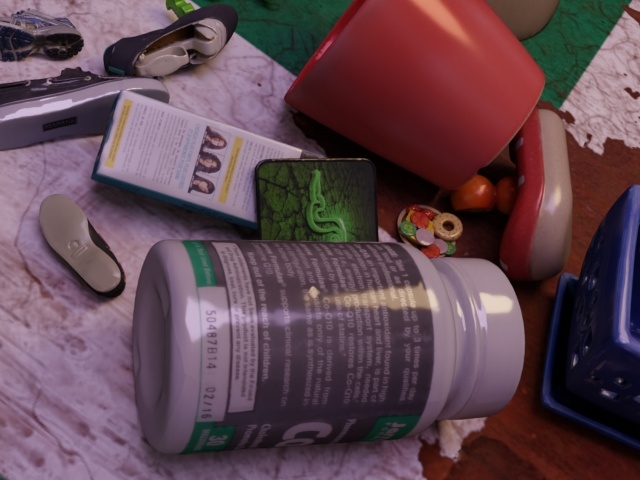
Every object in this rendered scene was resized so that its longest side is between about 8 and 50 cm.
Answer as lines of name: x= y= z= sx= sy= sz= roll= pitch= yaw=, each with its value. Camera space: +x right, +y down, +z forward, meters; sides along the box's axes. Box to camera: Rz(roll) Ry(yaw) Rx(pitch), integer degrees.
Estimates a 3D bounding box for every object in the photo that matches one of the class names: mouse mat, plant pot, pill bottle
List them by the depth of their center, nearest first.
pill bottle: x=0.007 y=0.101 z=0.962 sx=0.361 sy=0.204 sz=0.204 roll=1 pitch=57 yaw=-21
mouse mat: x=0.000 y=0.000 z=1.093 sx=0.152 sy=0.007 sz=0.189 roll=-3 pitch=92 yaw=-25
plant pot: x=0.393 y=0.115 z=1.107 sx=0.236 sy=0.212 sz=0.236 roll=24 pitch=51 yaw=-6
plant pot: x=0.128 y=-0.209 z=1.205 sx=0.243 sy=0.275 sz=0.275 roll=38 pitch=51 yaw=-9

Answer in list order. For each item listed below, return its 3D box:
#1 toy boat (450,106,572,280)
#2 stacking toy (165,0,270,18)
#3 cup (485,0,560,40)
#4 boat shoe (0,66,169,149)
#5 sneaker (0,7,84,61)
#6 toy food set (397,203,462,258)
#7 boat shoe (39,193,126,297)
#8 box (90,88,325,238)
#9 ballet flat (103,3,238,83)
toy boat: x=0.243 y=-0.056 z=1.231 sx=0.151 sy=0.151 sz=0.231 roll=-3 pitch=52 yaw=12
stacking toy: x=-0.178 y=-0.387 z=1.325 sx=0.167 sy=0.052 sz=0.221 roll=-30 pitch=74 yaw=-33
cup: x=0.272 y=-0.507 z=1.471 sx=0.331 sy=0.237 sz=0.331 roll=11 pitch=55 yaw=-16
boat shoe: x=-0.291 y=-0.165 z=1.109 sx=0.228 sy=0.080 sz=0.076 roll=-18 pitch=67 yaw=-23
sneaker: x=-0.360 y=-0.252 z=1.159 sx=0.135 sy=0.052 sz=0.058 roll=-1 pitch=47 yaw=-32
toy food set: x=0.137 y=-0.012 z=1.211 sx=0.083 sy=0.020 sz=0.082 roll=30 pitch=51 yaw=-1
boat shoe: x=-0.256 y=0.007 z=1.023 sx=0.049 sy=0.042 sz=0.133 roll=-37 pitch=74 yaw=-11
box: x=-0.126 y=-0.082 z=1.086 sx=0.244 sy=0.060 sz=0.100 roll=18 pitch=82 yaw=-18
ballet flat: x=-0.173 y=-0.242 z=1.206 sx=0.203 sy=0.074 sz=0.074 roll=-28 pitch=71 yaw=-30
